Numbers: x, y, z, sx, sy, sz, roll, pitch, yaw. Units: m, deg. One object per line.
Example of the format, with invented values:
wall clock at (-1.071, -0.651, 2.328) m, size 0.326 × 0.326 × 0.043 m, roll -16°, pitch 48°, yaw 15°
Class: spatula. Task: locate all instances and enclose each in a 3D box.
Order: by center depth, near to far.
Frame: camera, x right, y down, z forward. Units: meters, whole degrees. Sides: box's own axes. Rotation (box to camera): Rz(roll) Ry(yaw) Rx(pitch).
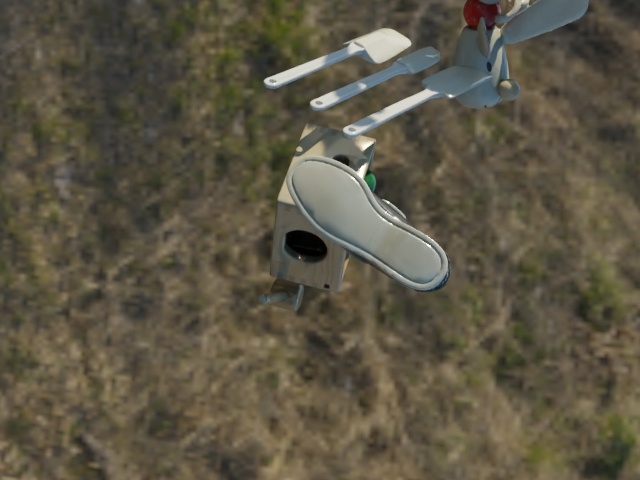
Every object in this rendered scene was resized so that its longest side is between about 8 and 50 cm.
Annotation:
spatula at (0.059, -0.181, 1.740) m, size 0.242 × 0.168 × 0.019 m, roll -29°, pitch 141°, yaw -41°

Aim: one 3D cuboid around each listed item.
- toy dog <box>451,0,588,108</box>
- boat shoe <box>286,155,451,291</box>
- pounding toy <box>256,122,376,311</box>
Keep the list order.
toy dog at (0.240, -0.303, 1.777) m, size 0.220 × 0.161 × 0.333 m, roll -41°, pitch 140°, yaw -23°
boat shoe at (0.032, -0.009, 0.992) m, size 0.046 × 0.125 × 0.038 m, roll -55°, pitch 165°, yaw -4°
pounding toy at (-0.003, 0.010, 1.719) m, size 0.206 × 0.094 × 0.181 m, roll 97°, pitch 9°, yaw -48°
